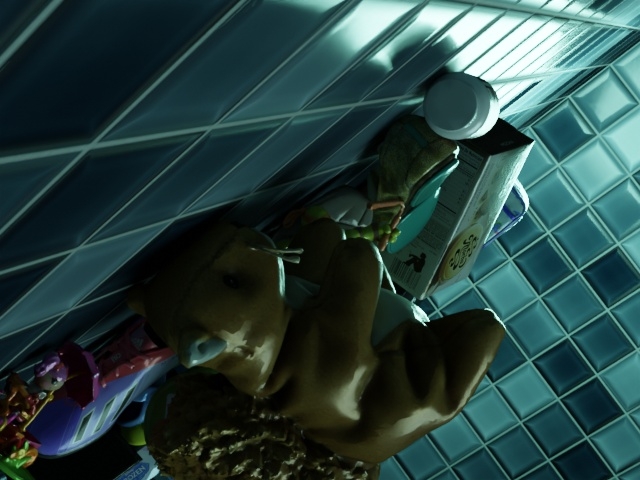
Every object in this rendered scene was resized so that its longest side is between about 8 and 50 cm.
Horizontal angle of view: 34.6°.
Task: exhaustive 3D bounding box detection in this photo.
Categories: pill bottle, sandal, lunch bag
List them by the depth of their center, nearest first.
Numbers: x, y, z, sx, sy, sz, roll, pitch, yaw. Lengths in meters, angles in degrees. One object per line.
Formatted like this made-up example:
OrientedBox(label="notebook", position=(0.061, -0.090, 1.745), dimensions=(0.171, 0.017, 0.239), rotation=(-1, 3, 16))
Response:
OrientedBox(label="pill bottle", position=(0.179, -0.172, 1.316), dimensions=(0.086, 0.086, 0.152), rotation=(-38, 174, 17))
OrientedBox(label="sandal", position=(-0.242, 0.201, 1.735), dimensions=(0.317, 0.138, 0.126), rotation=(-43, -152, -6))
OrientedBox(label="lunch bag", position=(0.294, -0.101, 2.036), dimensions=(0.176, 0.219, 0.090), rotation=(-37, -179, 23))

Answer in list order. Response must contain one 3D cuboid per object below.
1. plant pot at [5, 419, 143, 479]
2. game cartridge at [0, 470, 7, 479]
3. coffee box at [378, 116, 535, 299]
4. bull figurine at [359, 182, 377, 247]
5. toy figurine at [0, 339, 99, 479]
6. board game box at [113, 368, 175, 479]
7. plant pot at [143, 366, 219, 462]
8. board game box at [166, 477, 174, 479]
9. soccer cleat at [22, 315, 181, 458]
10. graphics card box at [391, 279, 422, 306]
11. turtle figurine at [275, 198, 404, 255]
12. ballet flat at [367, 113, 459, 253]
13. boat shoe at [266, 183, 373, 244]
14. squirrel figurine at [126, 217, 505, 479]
OrientedBox(label="plant pot", position=(-0.408, 0.339, 1.632), dimensions=(0.188, 0.167, 0.187), rotation=(-34, 175, -12))
OrientedBox(label="game cartridge", position=(-0.561, 0.493, 2.001), dimensions=(0.355, 0.068, 0.230), rotation=(-12, -177, 27))
OrientedBox(label="coffee box", position=(0.227, -0.064, 1.768), dimensions=(0.168, 0.119, 0.297), rotation=(-19, 139, -51))
OrientedBox(label="bull figurine", position=(0.166, -0.078, 1.898), dimensions=(0.310, 0.101, 0.188), rotation=(-24, 137, -37))
OrientedBox(label="toy figurine", position=(-0.331, 0.181, 1.187), dimensions=(0.159, 0.130, 0.173), rotation=(-49, 154, -13))
OrientedBox(label="board game box", position=(-0.329, 0.327, 1.894), dimensions=(0.319, 0.066, 0.318), rotation=(-36, -157, 1))
OrientedBox(label="plant pot", position=(-0.125, 0.282, 1.535), dimensions=(0.275, 0.274, 0.293), rotation=(-37, 153, 14))
OrientedBox(label="board game box", position=(-0.118, 0.407, 2.009), dimensions=(0.308, 0.086, 0.302), rotation=(-32, 152, 0))
OrientedBox(label="soccer cleat", position=(-0.278, 0.175, 1.425), dimensions=(0.318, 0.108, 0.116), rotation=(-36, 164, -26))
OrientedBox(label="graphics card box", position=(0.052, 0.155, 2.218), dimensions=(0.371, 0.233, 0.094), rotation=(-50, 145, -17))
OrientedBox(label="turtle figurine", position=(-0.016, 0.029, 1.441), dimensions=(0.270, 0.087, 0.217), rotation=(-16, 133, -16))
OrientedBox(label="ballet flat", position=(0.120, -0.086, 1.512), dimensions=(0.123, 0.123, 0.348), rotation=(-35, 168, -14))
OrientedBox(label="boat shoe", position=(-0.056, 0.027, 1.558), dimensions=(0.324, 0.123, 0.116), rotation=(-42, -152, 14))
OrientedBox(label="squirrel figurine", position=(-0.056, 0.160, 1.228), dimensions=(0.371, 0.281, 0.396), rotation=(18, 103, -38))
